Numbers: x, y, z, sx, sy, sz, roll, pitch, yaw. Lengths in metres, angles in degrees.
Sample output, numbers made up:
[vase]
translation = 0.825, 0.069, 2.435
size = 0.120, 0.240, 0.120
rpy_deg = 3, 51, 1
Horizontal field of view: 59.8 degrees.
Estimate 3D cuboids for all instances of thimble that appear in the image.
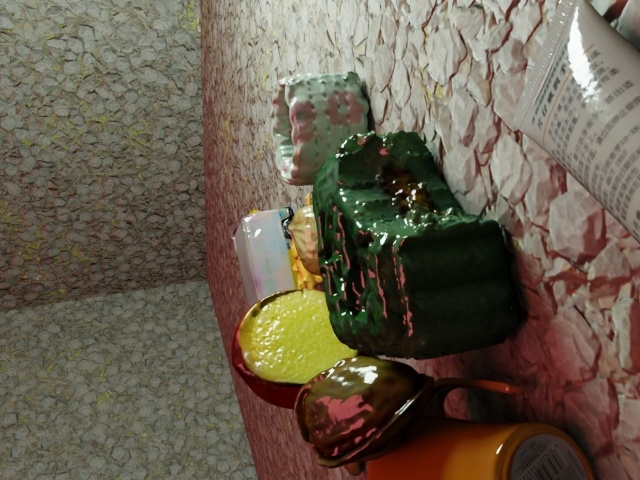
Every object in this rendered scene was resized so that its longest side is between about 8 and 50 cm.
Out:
[thimble]
translation = -0.003, -0.209, 1.023
size = 0.185, 0.149, 0.211
rpy_deg = -119, 28, -52

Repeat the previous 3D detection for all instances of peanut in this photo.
[peanut]
translation = 0.000, 0.000, 1.169
size = 0.140, 0.109, 0.159
rpy_deg = 126, 121, -79

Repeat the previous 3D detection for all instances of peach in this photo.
[peach]
translation = -0.048, 0.236, 1.151
size = 0.248, 0.275, 0.245
rpy_deg = -117, 29, -58

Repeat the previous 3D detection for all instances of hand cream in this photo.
[hand cream]
translation = 0.244, -0.071, 0.443
size = 0.139, 0.089, 0.314
rpy_deg = 102, 157, -44

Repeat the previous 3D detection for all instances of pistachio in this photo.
[pistachio]
translation = 0.055, 0.209, 0.706
size = 0.210, 0.165, 0.130
rpy_deg = -29, 112, 39

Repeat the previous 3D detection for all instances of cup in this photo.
[cup]
translation = 0.185, 0.274, 0.671
size = 0.264, 0.182, 0.226
rpy_deg = 135, 145, -59

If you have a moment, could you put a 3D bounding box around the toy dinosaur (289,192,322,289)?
[toy dinosaur]
translation = -0.040, 0.033, 1.369
size = 0.117, 0.070, 0.288
rpy_deg = 164, 102, -72

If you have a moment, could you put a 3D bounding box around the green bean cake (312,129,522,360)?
[green bean cake]
translation = 0.102, 0.000, 0.769
size = 0.300, 0.169, 0.307
rpy_deg = 152, 111, -71

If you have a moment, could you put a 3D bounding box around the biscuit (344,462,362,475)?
[biscuit]
translation = 0.049, 0.417, 1.291
size = 0.208, 0.047, 0.164
rpy_deg = -121, 30, -50

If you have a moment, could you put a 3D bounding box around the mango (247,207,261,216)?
[mango]
translation = -0.190, -0.021, 1.794
size = 0.101, 0.066, 0.187
rpy_deg = -52, 53, 54

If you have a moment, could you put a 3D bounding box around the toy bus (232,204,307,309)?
[toy bus]
translation = -0.124, 0.111, 1.497
size = 0.171, 0.162, 0.386
rpy_deg = 122, 136, -61
